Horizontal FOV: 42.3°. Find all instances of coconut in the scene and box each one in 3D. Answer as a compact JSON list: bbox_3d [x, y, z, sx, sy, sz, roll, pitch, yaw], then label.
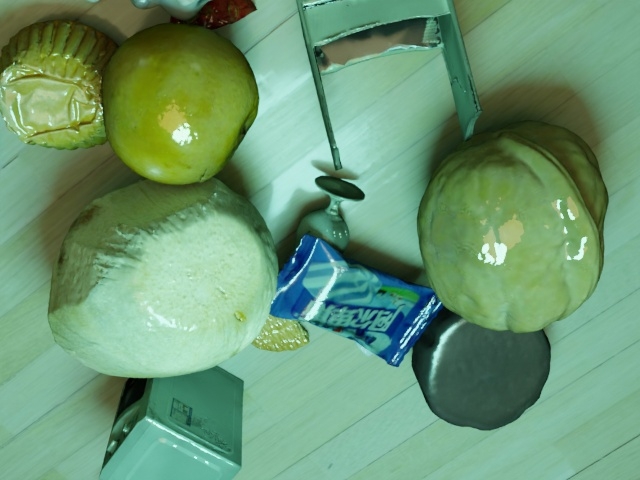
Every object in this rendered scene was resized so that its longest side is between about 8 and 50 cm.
[{"bbox_3d":[-0.285,0.065,1.445,0.415,0.415,0.345,-12,92,1],"label":"coconut"}]

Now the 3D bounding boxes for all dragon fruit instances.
[{"bbox_3d":[-0.193,-0.391,1.397,0.162,0.106,0.083,-15,112,5],"label":"dragon fruit"}]

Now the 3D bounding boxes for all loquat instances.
[{"bbox_3d":[-0.222,-0.212,1.316,0.263,0.263,0.263,-2,113,-4],"label":"loquat"}]

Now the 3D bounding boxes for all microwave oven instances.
[{"bbox_3d":[-0.283,0.366,1.606,0.237,0.295,0.181,34,106,-17],"label":"microwave oven"}]

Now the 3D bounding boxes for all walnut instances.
[{"bbox_3d":[0.344,-0.025,1.477,0.381,0.381,0.381,-2,113,-4],"label":"walnut"}]

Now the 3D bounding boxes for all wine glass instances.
[{"bbox_3d":[0.000,0.000,1.578,0.103,0.103,0.231,17,113,-11],"label":"wine glass"}]

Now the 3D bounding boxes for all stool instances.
[{"bbox_3d":[0.109,-0.285,1.371,0.243,0.170,0.270,-14,81,2],"label":"stool"}]

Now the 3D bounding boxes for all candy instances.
[{"bbox_3d":[0.065,0.120,1.568,0.331,0.077,0.187,25,107,-24],"label":"candy"}]

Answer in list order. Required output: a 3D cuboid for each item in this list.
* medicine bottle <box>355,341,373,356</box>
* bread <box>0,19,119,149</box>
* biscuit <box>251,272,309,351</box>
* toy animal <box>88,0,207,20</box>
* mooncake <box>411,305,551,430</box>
[{"bbox_3d":[0.128,0.179,1.677,0.118,0.074,0.055,-42,110,14],"label":"medicine bottle"},{"bbox_3d":[-0.437,-0.260,1.415,0.240,0.139,0.240,-3,114,-6],"label":"bread"},{"bbox_3d":[-0.121,0.138,1.664,0.144,0.033,0.224,-26,111,8],"label":"biscuit"},{"bbox_3d":[-0.211,-0.478,1.286,0.367,0.196,0.241,16,69,1],"label":"toy animal"},{"bbox_3d":[0.321,0.237,1.681,0.283,0.141,0.283,-3,109,-10],"label":"mooncake"}]
